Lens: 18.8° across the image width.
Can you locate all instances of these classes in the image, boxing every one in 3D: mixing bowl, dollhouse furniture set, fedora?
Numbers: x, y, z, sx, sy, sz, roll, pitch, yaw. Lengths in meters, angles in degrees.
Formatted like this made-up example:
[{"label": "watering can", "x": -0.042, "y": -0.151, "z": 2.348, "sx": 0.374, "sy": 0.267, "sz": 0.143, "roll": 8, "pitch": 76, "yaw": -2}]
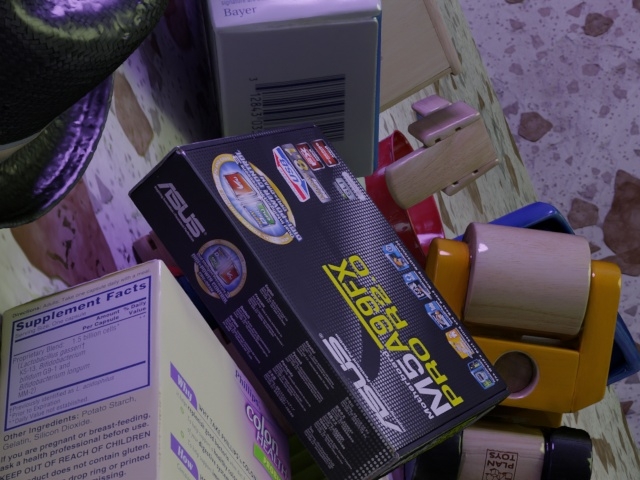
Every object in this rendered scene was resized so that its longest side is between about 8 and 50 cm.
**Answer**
[{"label": "mixing bowl", "x": 0.071, "y": -0.027, "z": 2.210, "sx": 0.181, "sy": 0.098, "sz": 0.181, "roll": -18, "pitch": 90, "yaw": -77}, {"label": "dollhouse furniture set", "x": 0.004, "y": -0.196, "z": 2.128, "sx": 0.303, "sy": 0.198, "sz": 0.286, "roll": 43, "pitch": -19, "yaw": 59}, {"label": "fedora", "x": -0.182, "y": -0.176, "z": 1.163, "sx": 0.334, "sy": 0.152, "sz": 0.334, "roll": 32, "pitch": 49, "yaw": -47}]

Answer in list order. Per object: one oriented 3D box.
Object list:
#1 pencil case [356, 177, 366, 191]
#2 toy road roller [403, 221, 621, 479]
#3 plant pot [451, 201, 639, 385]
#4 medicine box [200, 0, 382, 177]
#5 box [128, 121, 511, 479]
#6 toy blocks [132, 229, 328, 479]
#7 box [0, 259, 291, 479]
[{"label": "pencil case", "x": 0.000, "y": 0.000, "z": 1.876, "sx": 0.124, "sy": 0.113, "sz": 0.273, "roll": 84, "pitch": -3, "yaw": -59}, {"label": "toy road roller", "x": 0.196, "y": 0.140, "z": 2.166, "sx": 0.240, "sy": 0.202, "sz": 0.329, "roll": -121, "pitch": -141, "yaw": -80}, {"label": "plant pot", "x": 0.269, "y": 0.095, "z": 2.568, "sx": 0.236, "sy": 0.236, "sz": 0.212, "roll": 43, "pitch": 24, "yaw": -62}, {"label": "medicine box", "x": -0.038, "y": -0.238, "z": 1.794, "sx": 0.263, "sy": 0.149, "sz": 0.289, "roll": 89, "pitch": -7, "yaw": -60}, {"label": "box", "x": 0.005, "y": 0.042, "z": 1.425, "sx": 0.270, "sy": 0.060, "sz": 0.216, "roll": 54, "pitch": 26, "yaw": 10}, {"label": "toy blocks", "x": -0.044, "y": 0.068, "z": 1.555, "sx": 0.261, "sy": 0.191, "sz": 0.381, "roll": 60, "pitch": 16, "yaw": 2}, {"label": "box", "x": -0.107, "y": 0.179, "z": 1.227, "sx": 0.213, "sy": 0.117, "sz": 0.243, "roll": 58, "pitch": 20, "yaw": -44}]
